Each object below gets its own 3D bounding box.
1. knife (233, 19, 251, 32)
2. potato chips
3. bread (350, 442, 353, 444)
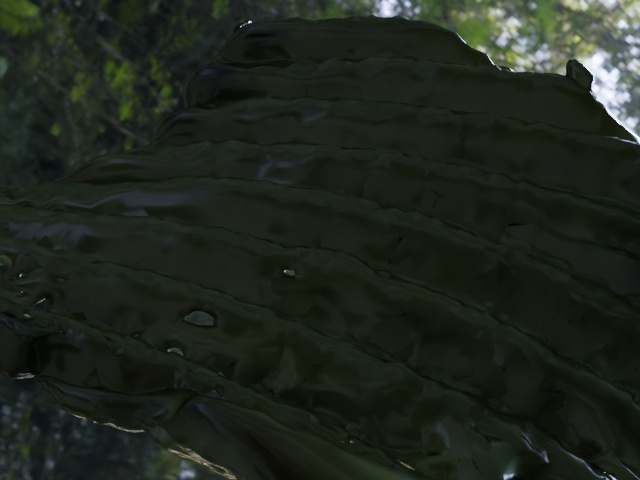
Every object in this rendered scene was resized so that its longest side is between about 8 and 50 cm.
[{"bbox_3d":[-0.133,-0.066,1.353,0.043,0.089,0.365,25,-80,11],"label":"knife"},{"bbox_3d":[0.005,0.003,0.596,0.389,0.373,0.097,29,-47,31],"label":"potato chips"},{"bbox_3d":[0.022,0.303,1.070,0.370,0.314,0.192,-39,-101,7],"label":"bread"}]
